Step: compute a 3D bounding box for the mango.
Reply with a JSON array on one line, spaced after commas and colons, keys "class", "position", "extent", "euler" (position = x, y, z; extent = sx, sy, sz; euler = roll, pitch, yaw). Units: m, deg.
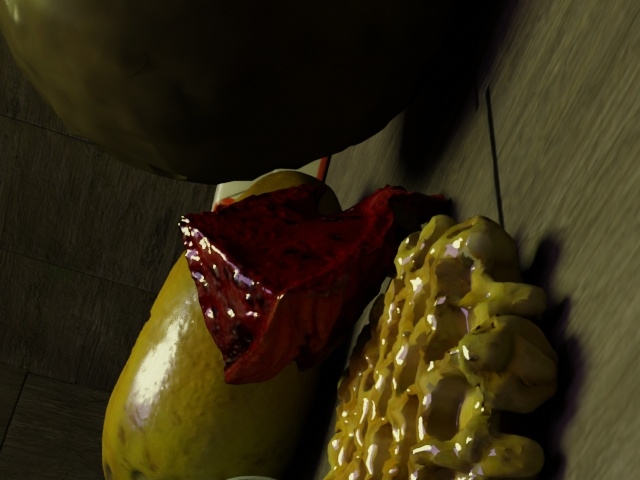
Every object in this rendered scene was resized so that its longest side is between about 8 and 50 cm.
[{"class": "mango", "position": [-0.075, 0.104, 0.988], "extent": [0.365, 0.182, 0.253], "euler": [-64, 4, -9]}]

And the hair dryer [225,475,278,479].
[{"class": "hair dryer", "position": [-0.079, 0.348, 0.701], "extent": [0.173, 0.107, 0.357], "euler": [114, 169, -46]}]

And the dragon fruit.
[{"class": "dragon fruit", "position": [0.001, 0.018, 0.685], "extent": [0.192, 0.122, 0.092], "euler": [-32, -45, -44]}]

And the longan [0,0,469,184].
[{"class": "longan", "position": [-0.071, -0.233, 0.841], "extent": [0.391, 0.391, 0.391], "euler": [-164, 90, -82]}]

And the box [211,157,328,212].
[{"class": "box", "position": [-0.061, -0.101, 1.388], "extent": [0.099, 0.133, 0.182], "euler": [133, 150, -71]}]

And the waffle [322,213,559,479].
[{"class": "waffle", "position": [0.044, 0.108, 0.538], "extent": [0.253, 0.056, 0.249], "euler": [-168, 95, -80]}]
